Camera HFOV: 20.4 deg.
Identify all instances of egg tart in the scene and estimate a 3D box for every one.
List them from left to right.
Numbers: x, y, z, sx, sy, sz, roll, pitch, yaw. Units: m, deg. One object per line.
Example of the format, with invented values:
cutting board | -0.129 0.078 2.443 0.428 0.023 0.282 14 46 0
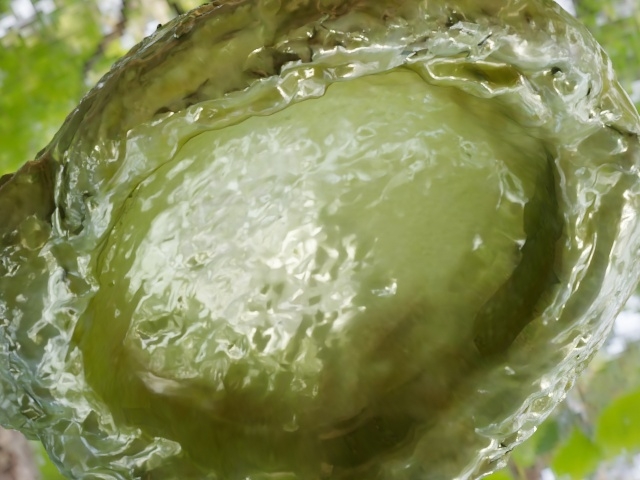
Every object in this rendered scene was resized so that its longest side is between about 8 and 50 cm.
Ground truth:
egg tart | 0.000 0.000 0.492 0.197 0.197 0.078 -21 -141 4
